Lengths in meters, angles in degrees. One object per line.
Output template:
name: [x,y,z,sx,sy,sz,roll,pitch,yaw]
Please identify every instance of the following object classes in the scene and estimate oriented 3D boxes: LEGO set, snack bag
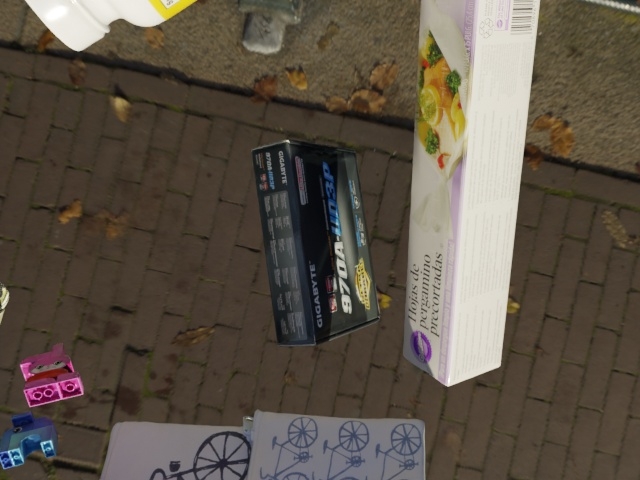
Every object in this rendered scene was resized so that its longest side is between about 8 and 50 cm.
LEGO set: [-0.330,0.166,0.648,0.227,0.093,0.087,-12,115,-10]
snack bag: [-0.077,0.303,0.617,0.342,0.037,0.323,1,51,10]

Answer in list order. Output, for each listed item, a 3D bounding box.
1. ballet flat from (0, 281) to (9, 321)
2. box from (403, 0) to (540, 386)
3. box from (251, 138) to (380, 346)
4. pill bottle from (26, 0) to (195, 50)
ballet flat: [-0.524,0.096,1.071,0.086,0.248,0.086,-1,92,-19]
box: [0.113,-0.045,0.538,0.067,0.063,0.324,-13,114,-29]
box: [0.000,0.000,0.801,0.051,0.175,0.220,-8,88,28]
pill bottle: [-0.166,-0.354,0.736,0.333,0.188,0.188,-32,87,4]
